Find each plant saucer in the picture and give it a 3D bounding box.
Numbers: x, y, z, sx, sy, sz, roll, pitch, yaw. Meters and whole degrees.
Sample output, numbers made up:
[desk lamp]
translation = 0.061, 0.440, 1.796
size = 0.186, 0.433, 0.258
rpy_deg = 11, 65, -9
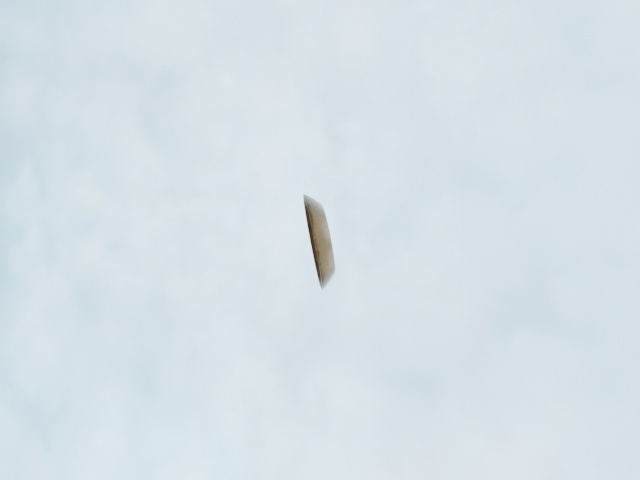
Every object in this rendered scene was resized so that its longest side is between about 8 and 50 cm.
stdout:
[plant saucer]
translation = 0.000, 0.000, 0.613
size = 0.015, 0.083, 0.083
rpy_deg = -10, -92, -3
